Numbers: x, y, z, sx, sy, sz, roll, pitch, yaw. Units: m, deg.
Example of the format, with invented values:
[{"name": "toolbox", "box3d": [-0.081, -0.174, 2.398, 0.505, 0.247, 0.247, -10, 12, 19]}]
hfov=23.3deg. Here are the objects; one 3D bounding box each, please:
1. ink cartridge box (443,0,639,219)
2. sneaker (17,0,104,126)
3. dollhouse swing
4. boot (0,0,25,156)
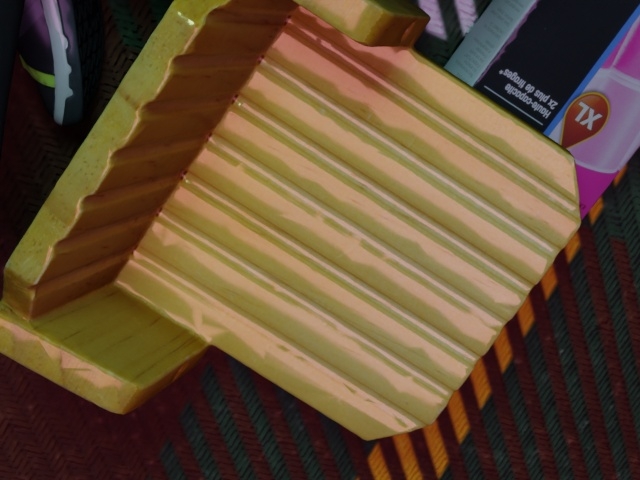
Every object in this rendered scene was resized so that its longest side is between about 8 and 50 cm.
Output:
[{"name": "ink cartridge box", "box3d": [0.196, -0.126, 1.302, 0.176, 0.069, 0.371, 28, 107, -30]}, {"name": "sneaker", "box3d": [-0.221, -0.192, 1.117, 0.097, 0.084, 0.234, -3, 120, 9]}, {"name": "dollhouse swing", "box3d": [0.000, 0.000, 1.146, 0.305, 0.315, 0.347, 37, 103, 5]}, {"name": "boot", "box3d": [-0.096, -0.214, 0.933, 0.445, 0.146, 0.367, -12, 90, 11]}]
